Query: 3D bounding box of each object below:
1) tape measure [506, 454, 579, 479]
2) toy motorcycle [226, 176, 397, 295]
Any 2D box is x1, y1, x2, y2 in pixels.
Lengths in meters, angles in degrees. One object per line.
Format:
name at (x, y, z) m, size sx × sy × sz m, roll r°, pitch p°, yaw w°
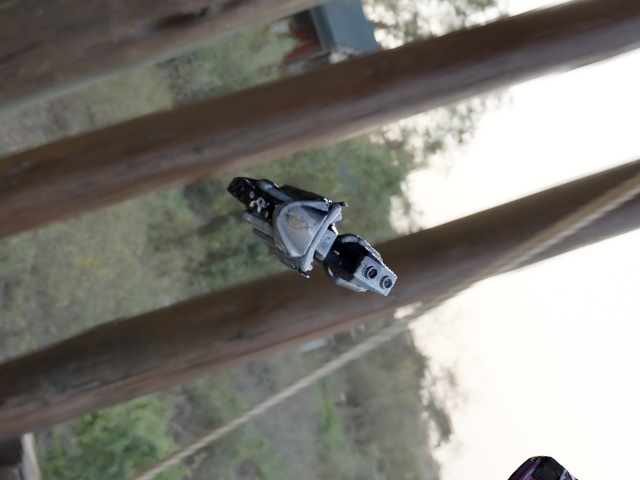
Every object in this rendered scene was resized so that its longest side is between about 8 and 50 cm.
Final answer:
tape measure at (0.237, 0.307, 1.336) m, size 0.074 × 0.125 × 0.118 m, roll 37°, pitch -26°, yaw 25°
toy motorcycle at (0.000, 0.000, 1.537) m, size 0.270 × 0.106 × 0.159 m, roll 33°, pitch -4°, yaw -34°
